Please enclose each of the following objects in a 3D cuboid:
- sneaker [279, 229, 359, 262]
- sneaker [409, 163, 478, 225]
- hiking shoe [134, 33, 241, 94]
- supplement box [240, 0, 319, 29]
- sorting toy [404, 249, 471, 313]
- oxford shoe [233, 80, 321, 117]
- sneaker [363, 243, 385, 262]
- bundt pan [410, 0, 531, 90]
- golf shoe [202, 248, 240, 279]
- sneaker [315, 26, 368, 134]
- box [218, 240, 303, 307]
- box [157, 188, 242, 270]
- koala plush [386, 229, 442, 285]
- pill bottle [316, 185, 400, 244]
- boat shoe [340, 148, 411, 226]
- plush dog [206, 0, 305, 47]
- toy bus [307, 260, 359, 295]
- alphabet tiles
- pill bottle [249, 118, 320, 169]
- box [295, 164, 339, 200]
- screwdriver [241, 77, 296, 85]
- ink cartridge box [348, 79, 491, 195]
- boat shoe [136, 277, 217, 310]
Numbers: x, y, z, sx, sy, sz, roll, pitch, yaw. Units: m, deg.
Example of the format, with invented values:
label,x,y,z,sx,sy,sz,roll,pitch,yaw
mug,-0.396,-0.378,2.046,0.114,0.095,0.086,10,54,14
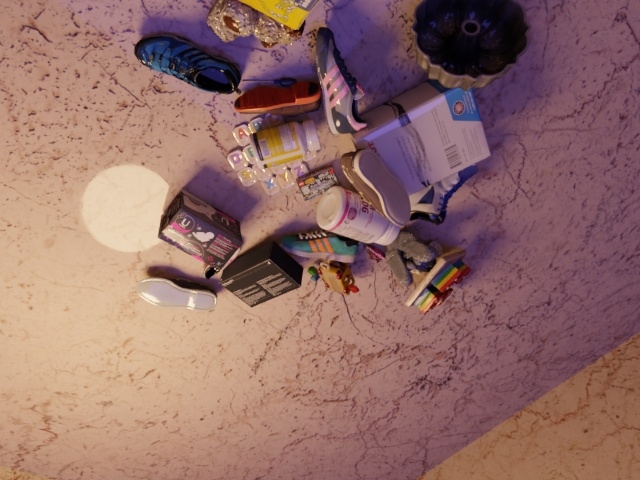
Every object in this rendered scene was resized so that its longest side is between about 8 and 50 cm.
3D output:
label,x,y,z,sx,sy,sz,roll,pitch,yaw
sneaker,0.000,0.000,1.762,0.303,0.108,0.120,8,107,-13
sneaker,0.429,-0.155,1.664,0.316,0.182,0.127,-27,153,12
hiking shoe,-0.371,-0.499,1.312,0.305,0.132,0.113,10,122,-17
supplement box,-0.060,-0.724,1.069,0.196,0.194,0.356,18,77,-23
sorting toy,0.500,0.175,1.896,0.257,0.089,0.255,-9,138,-54
oxford shoe,-0.130,-0.417,1.440,0.272,0.096,0.098,-6,150,0
sneaker,0.209,0.054,1.872,0.119,0.047,0.057,36,123,-28
bundt pan,0.417,-0.575,1.339,0.331,0.330,0.124,-13,165,-2
golf shoe,-0.368,0.079,1.745,0.186,0.086,0.067,-41,121,15
sneaker,0.070,-0.481,1.397,0.131,0.112,0.318,0,124,21
box,-0.224,0.133,1.759,0.261,0.103,0.184,-25,130,29
box,-0.412,-0.040,1.606,0.247,0.163,0.142,34,109,-29
koala plush,0.389,0.064,1.854,0.221,0.203,0.196,13,123,-44
pill bottle,0.142,-0.082,1.680,0.283,0.160,0.160,17,120,-31
boat shoe,0.181,-0.164,1.478,0.324,0.097,0.116,45,68,-36
plush dog,-0.152,-0.611,1.241,0.226,0.262,0.210,23,95,-30
toy bus,0.067,0.126,1.835,0.191,0.104,0.202,37,152,-10
alphabet tiles,-0.161,-0.290,1.569,0.284,0.021,0.277,-22,125,5
pill bottle,-0.112,-0.310,1.478,0.209,0.119,0.119,-16,126,-1
box,-0.009,-0.204,1.647,0.137,0.027,0.093,-22,134,4
screwdriver,-0.158,-0.489,1.429,0.170,0.025,0.024,-4,125,-10
ink cartridge box,0.320,-0.336,1.542,0.395,0.166,0.285,-26,125,7
boat shoe,-0.552,0.203,1.790,0.303,0.091,0.114,21,98,-21
